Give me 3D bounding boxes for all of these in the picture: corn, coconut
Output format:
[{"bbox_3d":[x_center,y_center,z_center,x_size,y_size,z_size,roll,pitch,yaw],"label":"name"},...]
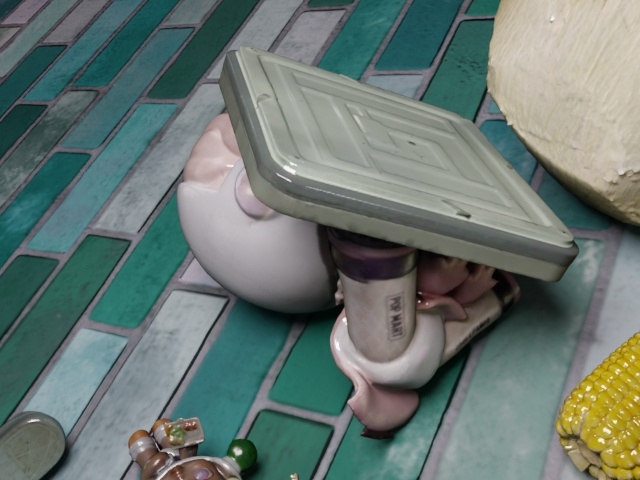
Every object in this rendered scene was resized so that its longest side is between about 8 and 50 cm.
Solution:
[{"bbox_3d":[0.299,0.101,0.643,0.244,0.093,0.093,-36,44,-12],"label":"corn"},{"bbox_3d":[0.322,-0.179,0.730,0.346,0.360,0.346,16,40,-14],"label":"coconut"}]

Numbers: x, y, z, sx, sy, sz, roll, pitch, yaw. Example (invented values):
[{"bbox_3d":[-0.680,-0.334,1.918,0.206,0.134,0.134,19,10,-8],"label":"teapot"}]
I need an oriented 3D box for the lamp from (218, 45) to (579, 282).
[{"bbox_3d":[0.056,-0.071,0.673,0.268,0.047,0.267,13,28,-22],"label":"lamp"}]

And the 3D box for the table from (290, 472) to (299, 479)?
[{"bbox_3d":[-0.011,0.252,0.652,0.062,0.079,0.083,14,54,32],"label":"table"}]

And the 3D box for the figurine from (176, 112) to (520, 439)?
[{"bbox_3d":[-0.005,-0.004,0.787,0.211,0.253,0.361,-47,52,1],"label":"figurine"}]

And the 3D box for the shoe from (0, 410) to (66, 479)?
[{"bbox_3d":[-0.350,0.249,0.836,0.195,0.079,0.078,-39,8,-2],"label":"shoe"}]

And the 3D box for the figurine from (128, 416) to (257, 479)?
[{"bbox_3d":[-0.126,0.224,0.724,0.147,0.094,0.197,-28,41,-20],"label":"figurine"}]
